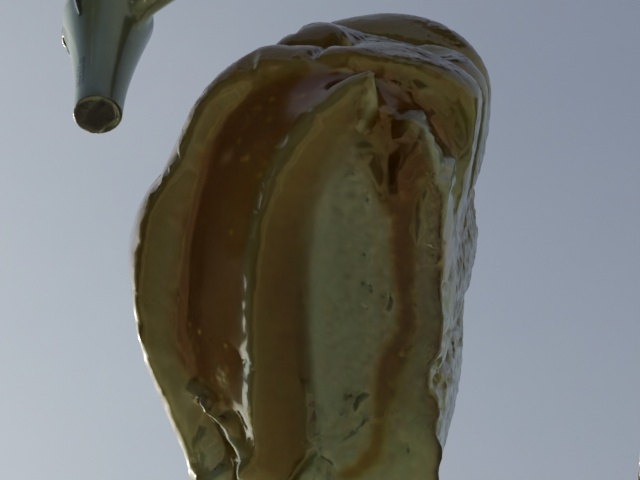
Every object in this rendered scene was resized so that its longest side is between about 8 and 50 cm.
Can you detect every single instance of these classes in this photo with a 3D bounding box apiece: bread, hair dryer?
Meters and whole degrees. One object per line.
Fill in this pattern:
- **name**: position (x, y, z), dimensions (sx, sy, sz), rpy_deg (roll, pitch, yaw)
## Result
- **bread**: position (0.000, 0.000, 0.934), dimensions (0.210, 0.341, 0.300), rpy_deg (9, -70, 8)
- **hair dryer**: position (-0.143, -0.202, 1.305), dimensions (0.267, 0.229, 0.092), rpy_deg (-16, -47, 34)

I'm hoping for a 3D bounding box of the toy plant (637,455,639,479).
- **toy plant**: position (0.302, 0.240, 1.146), dimensions (0.105, 0.200, 0.143), rpy_deg (0, -42, 4)
